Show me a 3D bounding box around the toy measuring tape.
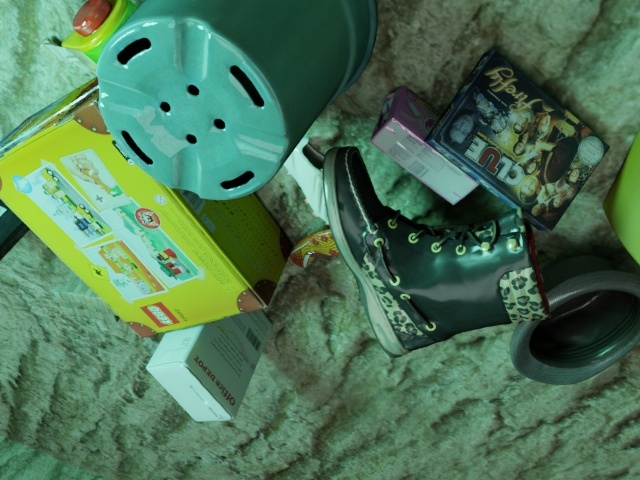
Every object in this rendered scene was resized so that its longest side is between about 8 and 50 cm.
[{"bbox_3d":[-0.367,-0.344,1.010,0.330,0.121,0.121,23,145,46],"label":"toy measuring tape"}]

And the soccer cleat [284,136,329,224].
[{"bbox_3d":[0.000,-0.105,1.138,0.076,0.068,0.196,-23,117,31],"label":"soccer cleat"}]

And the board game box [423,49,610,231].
[{"bbox_3d":[0.303,-0.148,0.937,0.243,0.042,0.165,34,91,-12],"label":"board game box"}]

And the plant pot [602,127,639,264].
[{"bbox_3d":[0.566,-0.049,0.899,0.212,0.187,0.212,13,134,9],"label":"plant pot"}]

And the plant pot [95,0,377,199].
[{"bbox_3d":[-0.119,-0.252,0.859,0.341,0.334,0.341,11,134,11],"label":"plant pot"}]

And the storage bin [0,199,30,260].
[{"bbox_3d":[-0.742,-0.042,1.380,0.122,0.180,0.084,30,134,-9],"label":"storage bin"}]

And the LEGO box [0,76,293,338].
[{"bbox_3d":[-0.353,-0.058,1.216,0.372,0.193,0.500,-16,124,31],"label":"LEGO box"}]

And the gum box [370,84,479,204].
[{"bbox_3d":[0.173,-0.158,0.996,0.188,0.107,0.062,35,133,-13],"label":"gum box"}]

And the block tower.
[{"bbox_3d":[-0.484,0.148,1.524,0.335,0.097,0.091,7,133,12],"label":"block tower"}]

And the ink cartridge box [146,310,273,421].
[{"bbox_3d":[-0.242,0.239,1.388,0.117,0.278,0.201,-14,125,29],"label":"ink cartridge box"}]

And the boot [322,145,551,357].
[{"bbox_3d":[0.181,0.000,0.965,0.284,0.138,0.377,-14,104,25],"label":"boot"}]

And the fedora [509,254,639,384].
[{"bbox_3d":[0.465,0.131,1.125,0.243,0.124,0.275,13,127,-13],"label":"fedora"}]

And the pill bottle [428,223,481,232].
[{"bbox_3d":[0.235,0.051,1.127,0.278,0.162,0.162,-3,130,22],"label":"pill bottle"}]

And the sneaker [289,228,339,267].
[{"bbox_3d":[0.000,0.000,1.224,0.064,0.067,0.175,44,143,-22],"label":"sneaker"}]
